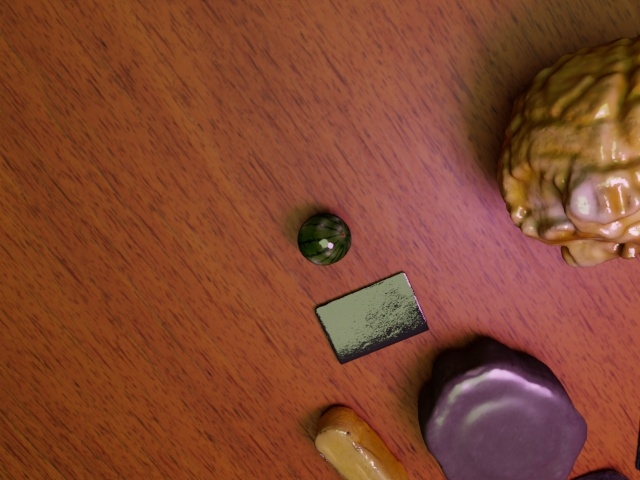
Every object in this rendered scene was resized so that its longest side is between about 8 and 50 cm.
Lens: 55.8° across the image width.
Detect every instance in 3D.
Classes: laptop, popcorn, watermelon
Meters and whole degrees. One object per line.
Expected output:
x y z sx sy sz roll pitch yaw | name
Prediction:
0.100 0.154 1.190 0.197 0.016 0.135 -22 103 7 | laptop
0.457 -0.146 0.910 0.354 0.344 0.390 39 103 18 | popcorn
0.003 -0.002 1.106 0.108 0.109 0.109 1 106 3 | watermelon

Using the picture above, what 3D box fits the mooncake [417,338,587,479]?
0.339 0.341 1.159 0.305 0.154 0.306 1 107 2 | mooncake

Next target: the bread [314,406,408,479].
0.085 0.449 1.238 0.102 0.094 0.245 -37 101 22 | bread

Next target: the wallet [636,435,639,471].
0.696 0.417 1.228 0.088 0.026 0.129 -2 107 4 | wallet

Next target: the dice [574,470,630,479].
0.582 0.592 1.206 0.181 0.183 0.182 -28 104 9 | dice
